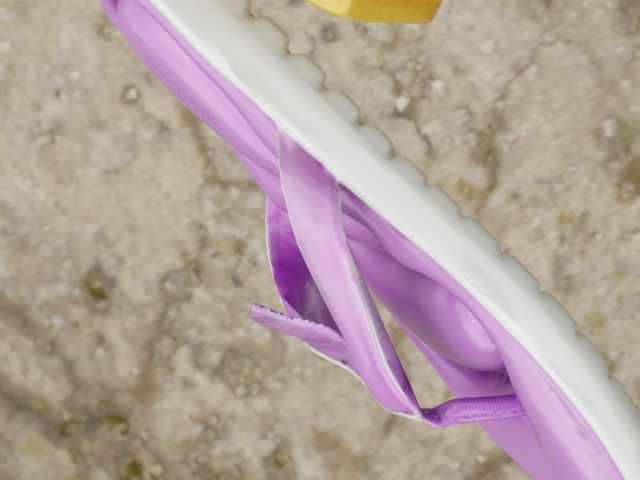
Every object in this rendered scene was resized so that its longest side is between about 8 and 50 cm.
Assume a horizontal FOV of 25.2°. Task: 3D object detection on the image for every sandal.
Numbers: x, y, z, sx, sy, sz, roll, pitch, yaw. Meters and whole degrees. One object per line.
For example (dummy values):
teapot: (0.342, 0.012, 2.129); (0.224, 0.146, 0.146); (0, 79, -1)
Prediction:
sandal: (0.002, 0.006, 0.721); (0.416, 0.102, 0.169); (47, 171, 19)

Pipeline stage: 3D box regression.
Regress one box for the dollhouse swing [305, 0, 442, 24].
dollhouse swing: (-0.048, -0.314, 0.677); (0.305, 0.347, 0.315); (13, 121, 6)
